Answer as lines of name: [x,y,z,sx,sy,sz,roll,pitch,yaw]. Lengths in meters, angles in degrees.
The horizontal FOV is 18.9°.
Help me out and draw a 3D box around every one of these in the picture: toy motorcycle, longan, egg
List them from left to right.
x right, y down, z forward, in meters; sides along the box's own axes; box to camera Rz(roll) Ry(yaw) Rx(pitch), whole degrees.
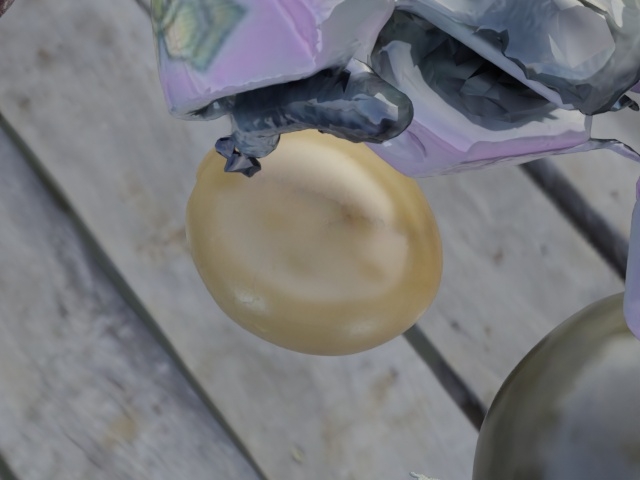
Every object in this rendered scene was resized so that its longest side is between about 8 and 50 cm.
egg: [0.000,0.000,1.658,0.244,0.201,0.201,26,74,43]
toy motorcycle: [0.072,-0.045,0.601,0.327,0.143,0.188,47,68,-15]
longan: [0.196,0.142,1.123,0.248,0.248,0.248,-5,66,12]

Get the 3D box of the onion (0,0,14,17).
onion: [-0.326,-0.229,1.681,0.135,0.198,0.173,-29,53,-18]

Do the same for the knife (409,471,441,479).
knife: [0.211,0.248,1.592,0.297,0.017,0.047,19,35,-4]
